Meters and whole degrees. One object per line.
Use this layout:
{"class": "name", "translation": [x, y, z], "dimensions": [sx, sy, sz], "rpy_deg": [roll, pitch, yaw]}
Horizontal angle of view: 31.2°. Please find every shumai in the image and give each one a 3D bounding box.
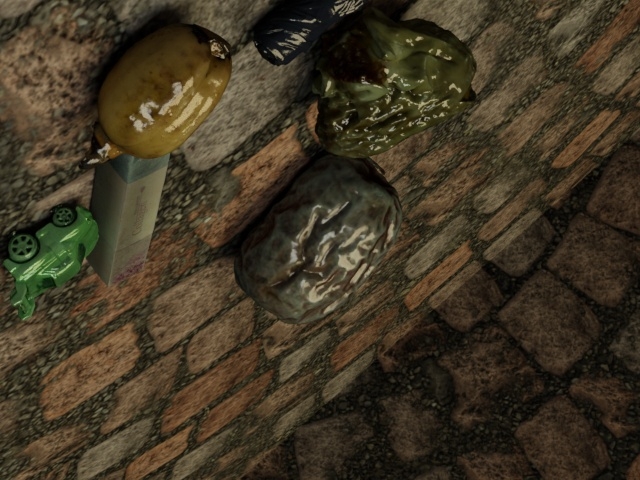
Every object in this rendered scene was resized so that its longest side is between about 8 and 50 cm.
{"class": "shumai", "translation": [0.079, -0.245, 1.632], "dimensions": [0.256, 0.189, 0.218], "rpy_deg": [-29, 147, 13]}

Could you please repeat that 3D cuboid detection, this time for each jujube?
{"class": "jujube", "translation": [0.000, 0.000, 1.950], "dimensions": [0.317, 0.226, 0.226], "rpy_deg": [-50, 161, 10]}

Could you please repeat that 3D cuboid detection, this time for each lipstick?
{"class": "lipstick", "translation": [-0.256, -0.054, 1.503], "dimensions": [0.066, 0.068, 0.317], "rpy_deg": [-31, 160, -31]}

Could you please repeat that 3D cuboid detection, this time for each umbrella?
{"class": "umbrella", "translation": [0.016, -0.314, 1.473], "dimensions": [0.248, 0.071, 0.071], "rpy_deg": [-41, 163, -12]}

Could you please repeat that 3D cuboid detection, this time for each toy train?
{"class": "toy train", "translation": [-0.348, 0.024, 1.477], "dimensions": [0.149, 0.081, 0.099], "rpy_deg": [-35, 161, -17]}

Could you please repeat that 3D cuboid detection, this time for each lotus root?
{"class": "lotus root", "translation": [-0.192, -0.159, 1.305], "dimensions": [0.221, 0.118, 0.125], "rpy_deg": [-42, 130, 13]}
